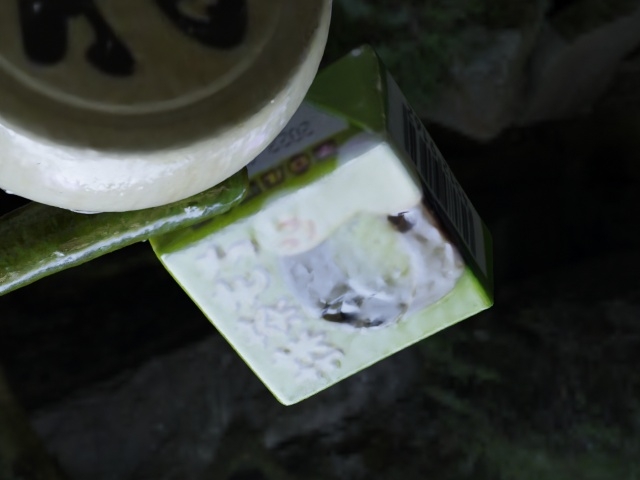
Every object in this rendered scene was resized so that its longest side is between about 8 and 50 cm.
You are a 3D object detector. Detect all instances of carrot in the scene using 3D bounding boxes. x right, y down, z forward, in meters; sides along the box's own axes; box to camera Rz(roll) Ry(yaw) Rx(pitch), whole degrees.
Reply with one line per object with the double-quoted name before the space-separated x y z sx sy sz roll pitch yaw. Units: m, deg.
"carrot" -0.227 -0.004 1.308 0.358 0.074 0.074 -22 -164 -14

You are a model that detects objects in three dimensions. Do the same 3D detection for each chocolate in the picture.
"chocolate" 0.000 0.000 1.557 0.288 0.301 0.137 -27 -142 12

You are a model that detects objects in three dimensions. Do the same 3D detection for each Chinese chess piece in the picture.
"Chinese chess piece" -0.120 -0.143 0.861 0.257 0.257 0.104 -8 170 -18
